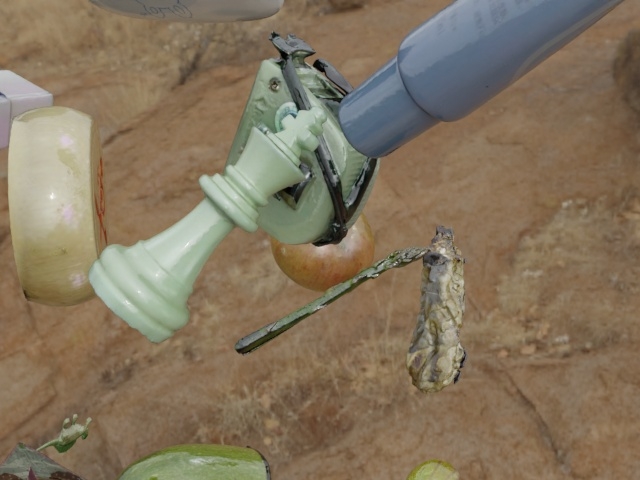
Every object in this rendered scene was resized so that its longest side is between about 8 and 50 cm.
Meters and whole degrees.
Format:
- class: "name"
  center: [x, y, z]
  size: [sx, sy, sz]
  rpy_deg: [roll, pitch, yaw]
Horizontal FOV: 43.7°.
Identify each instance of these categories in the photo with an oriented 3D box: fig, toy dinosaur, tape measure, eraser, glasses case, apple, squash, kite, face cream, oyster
- class: "fig"
  center: [0.148, 0.377, 1.113]
  size: [0.093, 0.093, 0.166]
  rpy_deg: [7, 24, 20]
- class: "toy dinosaur"
  center: [-0.405, 0.317, 1.266]
  size: [0.029, 0.060, 0.120]
  rpy_deg: [28, 29, 19]
- class: "tape measure"
  center: [-0.018, -0.115, 1.019]
  size: [0.207, 0.235, 0.115]
  rpy_deg: [38, 30, 28]
- class: "eraser"
  center: [-0.523, -0.173, 1.081]
  size: [0.130, 0.086, 0.287]
  rpy_deg: [32, 32, 31]
- class: "glasses case"
  center: [-0.145, -0.255, 0.779]
  size: [0.234, 0.092, 0.059]
  rpy_deg: [9, 75, 21]
- class: "apple"
  center: [0.000, 0.000, 1.882]
  size: [0.261, 0.194, 0.260]
  rpy_deg: [10, 53, -13]
- class: "squash"
  center: [-0.311, 0.557, 1.712]
  size: [0.309, 0.310, 0.310]
  rpy_deg: [25, 26, -25]
- class: "kite"
  center: [-0.223, 0.272, 0.711]
  size: [0.229, 0.250, 0.012]
  rpy_deg: [-2, 32, 11]
- class: "face cream"
  center: [0.158, -0.176, 0.619]
  size: [0.385, 0.086, 0.135]
  rpy_deg: [-30, 22, 45]
- class: "oyster"
  center: [0.214, 0.120, 1.506]
  size: [0.129, 0.079, 0.344]
  rpy_deg: [-23, 51, 50]

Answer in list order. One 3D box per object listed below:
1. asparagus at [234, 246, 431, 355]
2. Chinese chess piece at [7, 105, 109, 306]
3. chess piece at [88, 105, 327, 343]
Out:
- class: "asparagus"
  center: [0.012, 0.061, 0.852]
  size: [0.233, 0.023, 0.022]
  rpy_deg: [-29, 13, 3]
- class: "Chinese chess piece"
  center: [-0.323, -0.042, 1.002]
  size: [0.097, 0.250, 0.250]
  rpy_deg: [-4, 34, -11]
- class: "chess piece"
  center: [-0.051, -0.016, 0.421]
  size: [0.149, 0.059, 0.059]
  rpy_deg: [-44, 40, 2]
